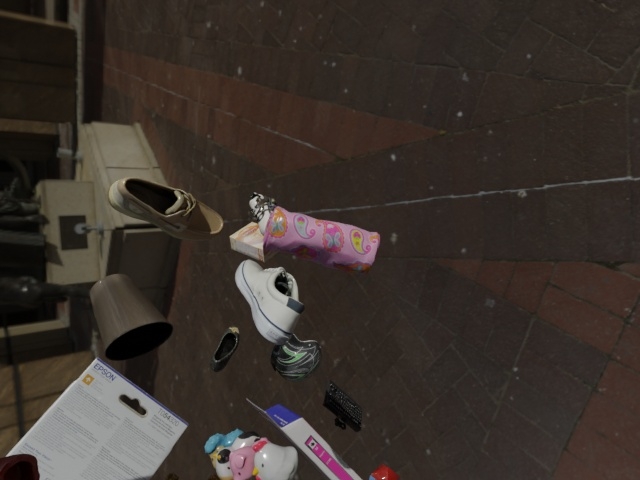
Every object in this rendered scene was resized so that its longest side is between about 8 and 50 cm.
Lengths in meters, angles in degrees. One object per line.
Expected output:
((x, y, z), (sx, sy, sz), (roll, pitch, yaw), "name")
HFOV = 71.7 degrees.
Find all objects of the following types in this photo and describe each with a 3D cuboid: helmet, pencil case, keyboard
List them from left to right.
((-0.082, 0.429, 1.611), (0.162, 0.169, 0.169), (21, 112, 30), "helmet")
((0.000, 0.000, 1.090), (0.124, 0.284, 0.124), (-165, 90, -89), "pencil case")
((0.068, 0.490, 1.275), (0.023, 0.180, 0.108), (-20, 37, 33), "keyboard")

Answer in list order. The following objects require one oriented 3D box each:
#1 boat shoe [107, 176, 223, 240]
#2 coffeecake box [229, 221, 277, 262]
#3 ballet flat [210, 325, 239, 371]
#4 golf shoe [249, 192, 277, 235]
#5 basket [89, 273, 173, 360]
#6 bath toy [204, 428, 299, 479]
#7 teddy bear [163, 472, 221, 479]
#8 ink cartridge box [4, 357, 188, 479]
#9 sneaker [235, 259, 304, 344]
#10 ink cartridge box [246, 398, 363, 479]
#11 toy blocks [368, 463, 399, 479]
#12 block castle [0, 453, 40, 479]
((-0.364, -0.078, 1.108), (0.098, 0.302, 0.109), (-15, 60, 45), "boat shoe")
((-0.260, 0.004, 1.848), (0.186, 0.142, 0.068), (19, 129, 30), "coffeecake box")
((-0.279, 0.318, 1.325), (0.173, 0.058, 0.049), (-73, 7, -55), "ballet flat")
((-0.187, -0.082, 1.386), (0.077, 0.094, 0.198), (-48, 28, 19), "golf shoe")
((-0.592, 0.223, 1.347), (0.227, 0.204, 0.154), (47, 125, 28), "basket")
((-0.197, 0.591, 1.207), (0.129, 0.151, 0.348), (46, 145, -15), "bath toy")
((-0.391, 0.818, 1.331), (0.113, 0.338, 0.245), (-51, 39, 32), "teddy bear")
((-0.582, 0.540, 1.168), (0.324, 0.330, 0.071), (43, 150, -13), "ink cartridge box")
((-0.089, 0.093, 0.836), (0.091, 0.094, 0.258), (-49, 33, 4), "sneaker")
((-0.036, 0.547, 1.190), (0.371, 0.069, 0.176), (47, 157, -12), "ink cartridge box")
((0.219, 0.638, 0.918), (0.381, 0.191, 0.260), (25, 112, 35), "toy blocks")
((-0.557, 0.530, 0.570), (0.213, 0.303, 0.453), (-6, 66, 11), "block castle")
